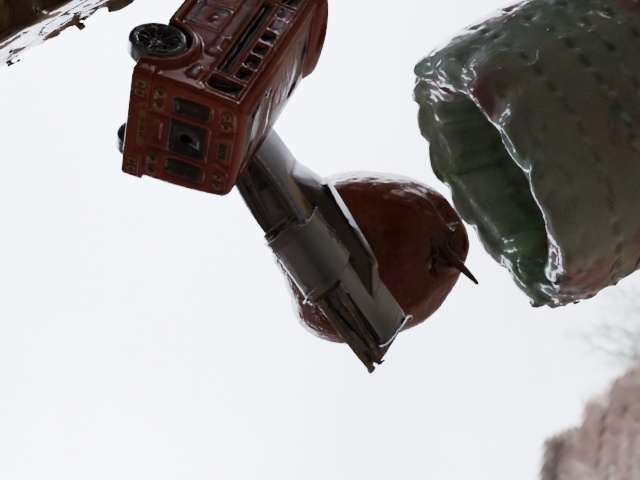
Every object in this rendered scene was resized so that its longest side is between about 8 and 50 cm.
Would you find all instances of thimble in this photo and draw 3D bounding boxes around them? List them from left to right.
[{"bbox_3d":[0.170,-0.064,1.074,0.149,0.185,0.211,-28,-81,-15],"label":"thimble"}]

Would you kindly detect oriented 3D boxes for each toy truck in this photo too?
[{"bbox_3d":[-0.069,-0.145,1.243,0.253,0.114,0.107,-61,-13,-49],"label":"toy truck"}]

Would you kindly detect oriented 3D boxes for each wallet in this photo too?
[{"bbox_3d":[0.000,0.000,1.394,0.069,0.231,0.170,-37,3,10],"label":"wallet"}]

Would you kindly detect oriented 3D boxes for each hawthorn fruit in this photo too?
[{"bbox_3d":[0.080,0.018,1.873,0.210,0.262,0.211,2,-93,-53],"label":"hawthorn fruit"}]

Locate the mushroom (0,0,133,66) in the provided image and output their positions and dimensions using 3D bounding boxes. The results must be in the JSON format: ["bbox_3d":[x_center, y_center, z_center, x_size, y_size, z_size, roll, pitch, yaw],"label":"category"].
[{"bbox_3d":[-0.143,-0.143,0.795,0.072,0.209,0.094,-10,-101,-63],"label":"mushroom"}]
